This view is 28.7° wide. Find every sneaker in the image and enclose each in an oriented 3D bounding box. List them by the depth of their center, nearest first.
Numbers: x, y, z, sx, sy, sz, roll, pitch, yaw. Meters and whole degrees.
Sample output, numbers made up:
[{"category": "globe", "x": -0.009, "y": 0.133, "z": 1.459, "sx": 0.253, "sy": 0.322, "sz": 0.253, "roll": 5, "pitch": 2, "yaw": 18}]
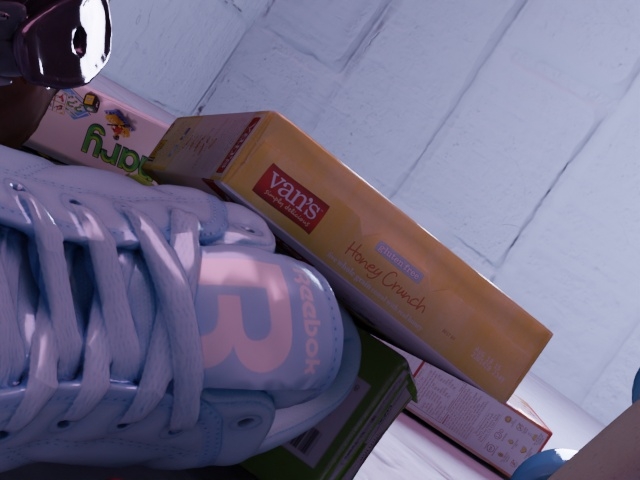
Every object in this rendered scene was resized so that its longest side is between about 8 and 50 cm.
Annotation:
[{"category": "sneaker", "x": -0.075, "y": 0.020, "z": 0.456, "sx": 0.150, "sy": 0.135, "sz": 0.366, "roll": -8, "pitch": -7, "yaw": 15}]

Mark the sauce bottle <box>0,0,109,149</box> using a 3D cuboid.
[{"category": "sauce bottle", "x": -0.176, "y": -0.118, "z": 0.645, "sx": 0.111, "sy": 0.111, "sz": 0.344, "roll": 33, "pitch": 44, "yaw": -16}]

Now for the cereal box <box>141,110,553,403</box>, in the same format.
[{"category": "cereal box", "x": 0.000, "y": 0.000, "z": 0.663, "sx": 0.173, "sy": 0.047, "sz": 0.240, "roll": 38, "pitch": -5, "yaw": -15}]

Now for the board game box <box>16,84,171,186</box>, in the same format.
[{"category": "board game box", "x": -0.200, "y": -0.071, "z": 0.829, "sx": 0.305, "sy": 0.053, "sz": 0.193, "roll": 25, "pitch": -13, "yaw": -34}]

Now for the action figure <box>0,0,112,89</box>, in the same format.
[{"category": "action figure", "x": -0.228, "y": -0.109, "z": 0.479, "sx": 0.285, "sy": 0.185, "sz": 0.099, "roll": 1, "pitch": 22, "yaw": 18}]

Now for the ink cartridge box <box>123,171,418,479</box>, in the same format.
[{"category": "ink cartridge box", "x": -0.040, "y": 0.074, "z": 0.772, "sx": 0.189, "sy": 0.097, "sz": 0.255, "roll": 34, "pitch": -6, "yaw": 12}]

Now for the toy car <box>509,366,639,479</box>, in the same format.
[{"category": "toy car", "x": 0.223, "y": 0.206, "z": 0.674, "sx": 0.238, "sy": 0.210, "sz": 0.219, "roll": 46, "pitch": 15, "yaw": 2}]

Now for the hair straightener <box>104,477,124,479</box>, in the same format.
[{"category": "hair straightener", "x": 0.008, "y": 0.163, "z": 0.406, "sx": 0.230, "sy": 0.047, "sz": 0.089, "roll": 37, "pitch": 5, "yaw": 33}]

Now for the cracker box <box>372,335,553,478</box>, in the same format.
[{"category": "cracker box", "x": 0.117, "y": 0.146, "z": 1.300, "sx": 0.232, "sy": 0.067, "sz": 0.156, "roll": 35, "pitch": 3, "yaw": -2}]
